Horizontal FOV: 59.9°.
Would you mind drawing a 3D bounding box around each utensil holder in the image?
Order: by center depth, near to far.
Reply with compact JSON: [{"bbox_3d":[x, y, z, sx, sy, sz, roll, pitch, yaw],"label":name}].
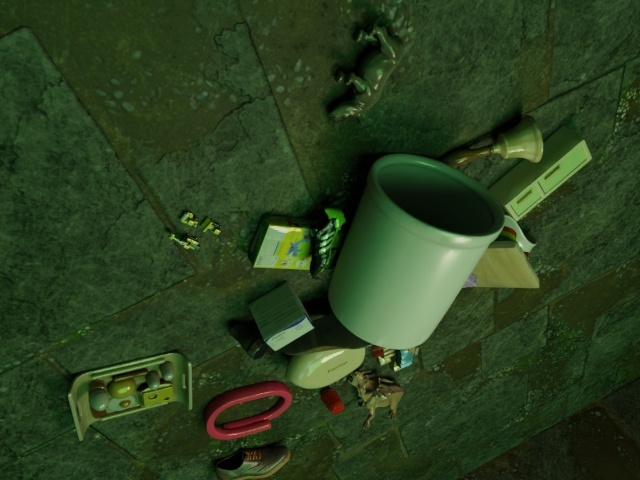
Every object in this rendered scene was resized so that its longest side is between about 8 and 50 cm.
[{"bbox_3d":[0.214,0.034,1.377,0.328,0.327,0.385,-1,131,-29],"label":"utensil holder"}]

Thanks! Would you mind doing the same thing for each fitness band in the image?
[{"bbox_3d":[-0.231,0.546,1.792,0.291,0.054,0.208,-9,130,-24],"label":"fitness band"}]

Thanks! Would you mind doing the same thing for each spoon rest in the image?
[{"bbox_3d":[0.580,-0.011,1.714,0.277,0.084,0.137,10,123,-37],"label":"spoon rest"}]

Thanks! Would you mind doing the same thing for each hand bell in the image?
[{"bbox_3d":[0.430,-0.233,1.437,0.242,0.126,0.126,-15,136,1],"label":"hand bell"}]

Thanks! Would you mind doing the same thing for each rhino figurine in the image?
[{"bbox_3d":[0.090,-0.329,1.157,0.107,0.073,0.243,9,125,-31],"label":"rhino figurine"}]

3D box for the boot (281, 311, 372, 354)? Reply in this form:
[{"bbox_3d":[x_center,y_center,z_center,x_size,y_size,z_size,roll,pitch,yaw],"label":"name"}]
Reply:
[{"bbox_3d":[0.036,0.262,1.557,0.306,0.112,0.115,-8,161,-3],"label":"boot"}]

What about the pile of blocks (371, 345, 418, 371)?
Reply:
[{"bbox_3d":[0.227,0.336,1.784,0.113,0.149,0.362,-19,136,-14],"label":"pile of blocks"}]

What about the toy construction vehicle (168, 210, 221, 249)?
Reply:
[{"bbox_3d":[-0.282,-0.018,1.257,0.086,0.035,0.098,-45,135,14],"label":"toy construction vehicle"}]

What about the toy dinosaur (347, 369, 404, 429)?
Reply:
[{"bbox_3d":[0.228,0.551,2.007,0.296,0.127,0.200,3,120,-38],"label":"toy dinosaur"}]

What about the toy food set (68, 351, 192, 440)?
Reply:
[{"bbox_3d":[-0.502,0.428,1.498,0.307,0.092,0.219,-9,132,-22],"label":"toy food set"}]

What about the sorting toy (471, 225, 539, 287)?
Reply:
[{"bbox_3d":[0.479,0.045,1.615,0.256,0.089,0.257,-2,151,35],"label":"sorting toy"}]

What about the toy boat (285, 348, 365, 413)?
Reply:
[{"bbox_3d":[0.011,0.401,1.745,0.268,0.148,0.318,-19,128,-20],"label":"toy boat"}]

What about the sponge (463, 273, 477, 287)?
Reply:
[{"bbox_3d":[0.353,0.088,1.636,0.210,0.031,0.117,30,153,-30],"label":"sponge"}]

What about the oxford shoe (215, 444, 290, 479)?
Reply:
[{"bbox_3d":[-0.239,0.787,1.975,0.272,0.097,0.098,-17,129,-15],"label":"oxford shoe"}]

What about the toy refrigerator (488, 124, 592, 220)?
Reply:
[{"bbox_3d":[0.623,-0.185,1.571,0.270,0.094,0.102,-41,136,11],"label":"toy refrigerator"}]

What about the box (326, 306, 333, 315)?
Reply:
[{"bbox_3d":[0.110,0.201,1.600,0.148,0.077,0.180,20,120,-6],"label":"box"}]

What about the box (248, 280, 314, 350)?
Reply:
[{"bbox_3d":[-0.105,0.201,1.481,0.126,0.137,0.072,-31,137,-1],"label":"box"}]

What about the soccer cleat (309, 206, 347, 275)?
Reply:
[{"bbox_3d":[0.000,0.000,1.348,0.073,0.060,0.178,15,105,-26],"label":"soccer cleat"}]

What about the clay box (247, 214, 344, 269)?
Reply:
[{"bbox_3d":[-0.058,0.008,1.393,0.222,0.053,0.127,4,123,-34],"label":"clay box"}]

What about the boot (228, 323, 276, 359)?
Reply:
[{"bbox_3d":[-0.169,0.269,1.566,0.082,0.106,0.219,-57,161,6],"label":"boot"}]
